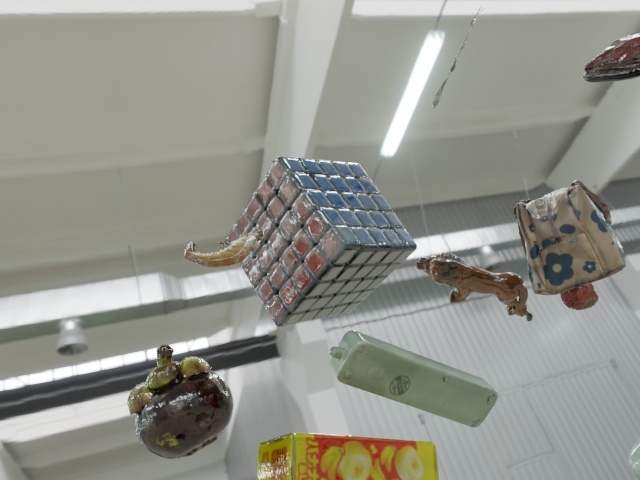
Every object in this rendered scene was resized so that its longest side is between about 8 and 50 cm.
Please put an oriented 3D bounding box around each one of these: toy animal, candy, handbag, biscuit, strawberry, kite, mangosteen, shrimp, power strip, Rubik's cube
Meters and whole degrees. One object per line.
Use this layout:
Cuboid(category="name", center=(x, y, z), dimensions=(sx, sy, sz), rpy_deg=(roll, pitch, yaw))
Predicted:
Cuboid(category="toy animal", center=(0.373, 0.099, 1.324), dimensions=(0.312, 0.097, 0.157), rpy_deg=(14, -17, 5))
Cuboid(category="candy", center=(0.046, 0.381, 0.941), dimensions=(0.276, 0.088, 0.146), rpy_deg=(13, -31, -26))
Cuboid(category="handbag", center=(0.500, -0.013, 1.151), dimensions=(0.190, 0.193, 0.251), rpy_deg=(-24, -3, 25))
Cuboid(category="biscuit", center=(0.672, -0.405, 1.195), dimensions=(0.235, 0.063, 0.151), rpy_deg=(-35, 23, -30))
Cuboid(category="strawberry", center=(0.612, 0.126, 1.336), dimensions=(0.083, 0.083, 0.096), rpy_deg=(-35, -46, 23))
Cuboid(category="kite", center=(0.296, -0.394, 1.223), dimensions=(0.229, 0.016, 0.127), rpy_deg=(-64, -6, 14))
Cuboid(category="mangosteen", center=(-0.276, 0.308, 1.095), dimensions=(0.192, 0.217, 0.192), rpy_deg=(-27, -8, -4))
Cuboid(category="shrimp", center=(-0.123, 0.007, 0.738), dimensions=(0.091, 0.025, 0.127), rpy_deg=(6, 19, 27))
Cuboid(category="power strip", center=(0.177, 0.265, 1.074), dimensions=(0.385, 0.062, 0.091), rpy_deg=(25, -80, -25))
Cuboid(category="Rubik's cube", center=(0.000, 0.000, 1.097), dimensions=(0.237, 0.237, 0.238), rpy_deg=(-2, -39, -46))

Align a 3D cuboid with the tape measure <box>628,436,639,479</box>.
Cuboid(category="tape measure", center=(0.683, 0.435, 0.997), dimensions=(0.243, 0.246, 0.125), rpy_deg=(10, -63, -42))
